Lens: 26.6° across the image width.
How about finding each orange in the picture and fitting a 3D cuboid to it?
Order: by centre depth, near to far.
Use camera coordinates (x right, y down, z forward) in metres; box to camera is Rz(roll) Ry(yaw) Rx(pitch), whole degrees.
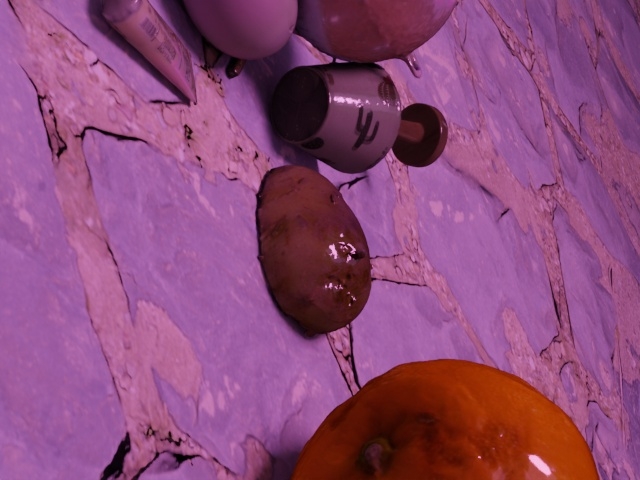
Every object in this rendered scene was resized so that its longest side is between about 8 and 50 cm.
[{"bbox_3d":[0.106,0.226,1.117,0.261,0.261,0.261,44,35,-42],"label":"orange"}]

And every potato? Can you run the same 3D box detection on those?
[{"bbox_3d":[0.000,0.000,1.277,0.101,0.089,0.172,-10,81,-62],"label":"potato"}]

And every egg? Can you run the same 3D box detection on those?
[{"bbox_3d":[-0.078,-0.235,1.284,0.135,0.103,0.103,57,28,-28],"label":"egg"}]

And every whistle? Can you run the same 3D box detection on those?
[{"bbox_3d":[0.018,-0.314,1.338,0.347,0.189,0.189,66,25,-15],"label":"whistle"}]

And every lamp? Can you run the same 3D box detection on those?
[{"bbox_3d":[0.048,-0.127,1.429,0.215,0.121,0.121,10,61,-48],"label":"lamp"}]

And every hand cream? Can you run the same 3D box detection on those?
[{"bbox_3d":[-0.147,-0.178,1.194,0.143,0.039,0.061,48,24,-55],"label":"hand cream"}]

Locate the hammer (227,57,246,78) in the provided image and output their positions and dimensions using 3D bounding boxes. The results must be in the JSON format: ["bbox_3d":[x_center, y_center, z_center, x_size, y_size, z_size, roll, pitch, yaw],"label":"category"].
[{"bbox_3d":[-0.058,-0.249,1.434,0.058,0.029,0.292,55,30,-24],"label":"hammer"}]

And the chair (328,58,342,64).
[{"bbox_3d":[0.028,-0.187,1.549,0.086,0.042,0.037,95,1,-47],"label":"chair"}]
